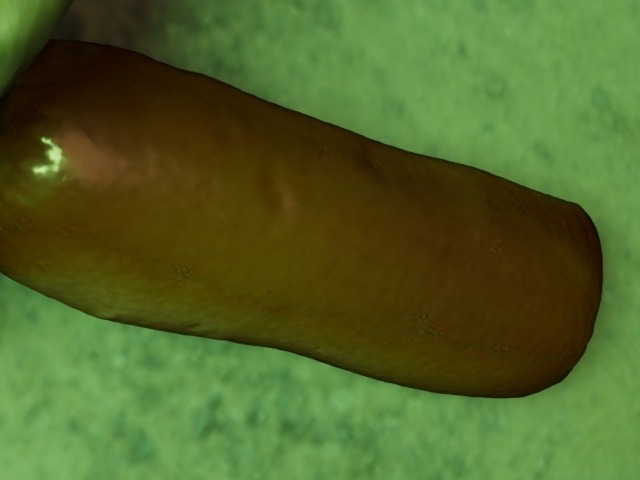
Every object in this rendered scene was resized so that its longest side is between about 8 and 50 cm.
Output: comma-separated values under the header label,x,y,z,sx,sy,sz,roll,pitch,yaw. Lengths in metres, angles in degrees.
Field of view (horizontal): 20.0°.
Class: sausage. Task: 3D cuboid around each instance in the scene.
label,x,y,z,sx,sy,sz,roll,pitch,yaw
sausage,0.000,0.000,0.677,0.300,0.083,0.089,14,70,-34

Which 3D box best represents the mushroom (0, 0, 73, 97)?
label,x,y,z,sx,sy,sz,roll,pitch,yaw
mushroom,-0.163,-0.061,0.499,0.243,0.243,0.244,0,90,-34
